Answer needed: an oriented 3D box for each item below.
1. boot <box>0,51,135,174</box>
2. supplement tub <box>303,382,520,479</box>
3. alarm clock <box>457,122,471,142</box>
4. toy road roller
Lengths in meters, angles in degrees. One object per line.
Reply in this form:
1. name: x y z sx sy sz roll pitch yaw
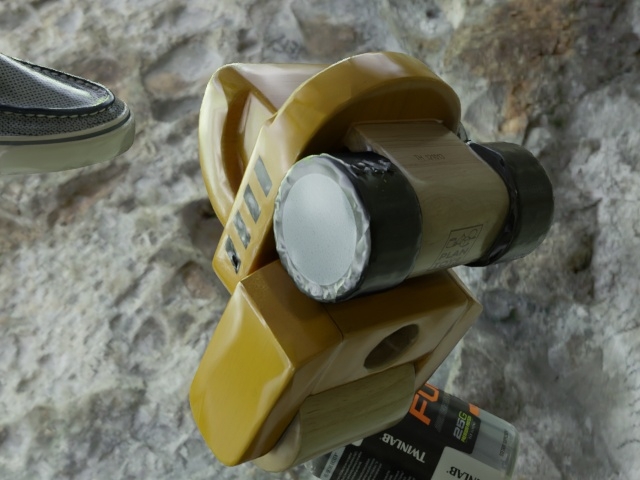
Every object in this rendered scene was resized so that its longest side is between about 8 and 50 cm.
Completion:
1. boot: -0.180 -0.085 0.351 0.190 0.086 0.069 3 -147 -10
2. supplement tub: 0.116 0.311 1.208 0.338 0.207 0.207 25 -112 6
3. alarm clock: 0.181 -0.090 1.068 0.064 0.192 0.129 -7 -129 17
4. toy road roller: 0.000 0.000 0.631 0.202 0.329 0.240 -10 -132 -40
